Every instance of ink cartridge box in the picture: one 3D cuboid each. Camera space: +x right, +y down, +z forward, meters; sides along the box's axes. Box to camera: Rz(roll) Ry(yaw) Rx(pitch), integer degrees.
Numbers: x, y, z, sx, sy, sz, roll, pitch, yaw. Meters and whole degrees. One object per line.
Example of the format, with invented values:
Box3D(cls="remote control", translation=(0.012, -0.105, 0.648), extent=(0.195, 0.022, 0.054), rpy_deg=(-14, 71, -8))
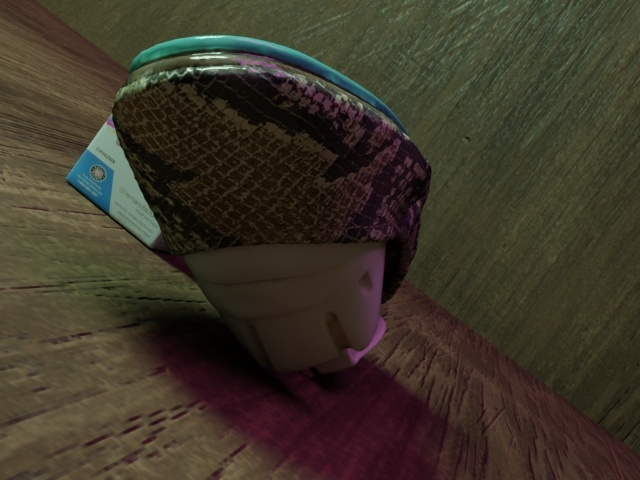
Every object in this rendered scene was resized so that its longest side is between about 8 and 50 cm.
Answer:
Box3D(cls="ink cartridge box", translation=(-0.112, -0.067, 0.848), extent=(0.088, 0.122, 0.052), rpy_deg=(37, 4, 14))

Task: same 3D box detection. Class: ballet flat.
Box3D(cls="ballet flat", translation=(0.000, 0.000, 0.779), extent=(0.164, 0.182, 0.483), rpy_deg=(-3, -4, 11))
